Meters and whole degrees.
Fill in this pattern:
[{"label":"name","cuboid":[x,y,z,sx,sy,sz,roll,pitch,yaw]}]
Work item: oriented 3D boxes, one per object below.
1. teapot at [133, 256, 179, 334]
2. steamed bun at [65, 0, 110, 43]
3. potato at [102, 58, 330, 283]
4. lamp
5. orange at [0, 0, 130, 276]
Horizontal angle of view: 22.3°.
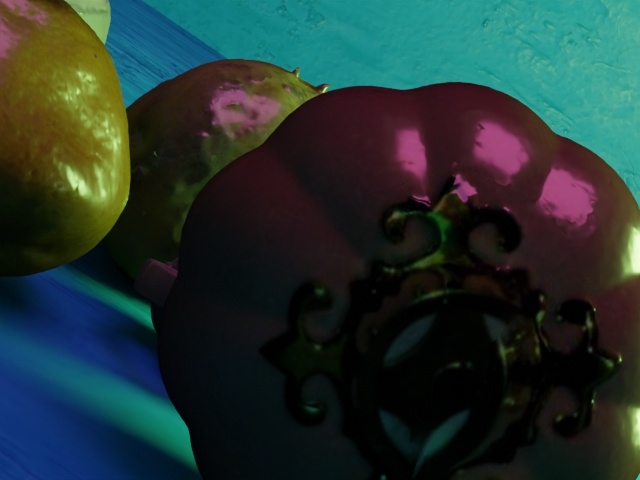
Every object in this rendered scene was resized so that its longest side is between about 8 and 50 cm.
[{"label":"teapot","cuboid":[-0.064,0.063,1.140,0.148,0.116,0.146,-12,28,-43]},{"label":"steamed bun","cuboid":[-0.297,-0.206,1.562,0.177,0.131,0.228,23,12,-6]},{"label":"potato","cuboid":[-0.069,-0.041,1.280,0.229,0.229,0.266,38,12,19]},{"label":"lamp","cuboid":[0.056,0.055,0.972,0.305,0.305,0.239,34,2,-5]},{"label":"orange","cuboid":[-0.224,-0.084,1.034,0.249,0.183,0.249,32,9,-6]}]
